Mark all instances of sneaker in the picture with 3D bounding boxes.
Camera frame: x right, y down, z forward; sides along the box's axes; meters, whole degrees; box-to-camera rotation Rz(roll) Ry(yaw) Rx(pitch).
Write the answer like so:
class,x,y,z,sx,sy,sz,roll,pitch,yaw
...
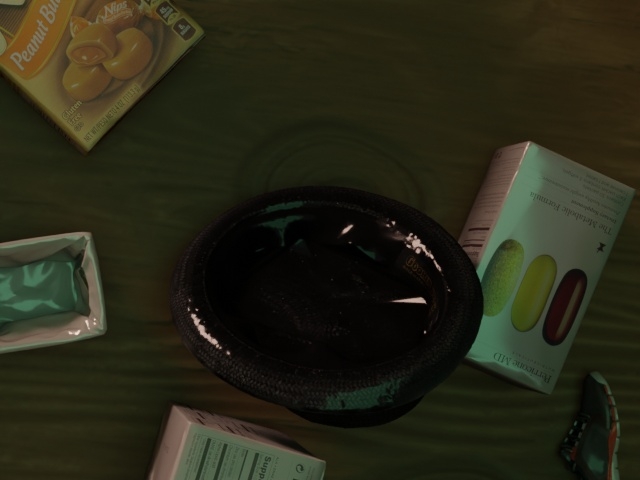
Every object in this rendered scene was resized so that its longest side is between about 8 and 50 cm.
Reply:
class,x,y,z,sx,sy,sz,roll,pitch,yaw
sneaker,0.303,0.228,1.935,0.065,0.061,0.158,-4,89,-4

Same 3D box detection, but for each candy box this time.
class,x,y,z,sx,sy,sz,roll,pitch,yaw
candy box,-0.300,-0.263,1.819,0.316,0.087,0.183,44,81,-7

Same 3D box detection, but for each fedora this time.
class,x,y,z,sx,sy,sz,roll,pitch,yaw
fedora,0.007,0.094,1.799,0.334,0.334,0.152,-16,135,-10

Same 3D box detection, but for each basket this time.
class,x,y,z,sx,sy,sz,roll,pitch,yaw
basket,-0.317,0.057,1.804,0.167,0.103,0.113,-9,90,-11

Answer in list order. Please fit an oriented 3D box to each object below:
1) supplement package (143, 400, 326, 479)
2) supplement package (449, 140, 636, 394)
class,x,y,z,sx,sy,sz,roll,pitch,yaw
supplement package,-0.109,0.290,1.756,0.145,0.262,0.204,17,87,-8
supplement package,0.224,0.031,1.884,0.139,0.134,0.244,23,85,-8
